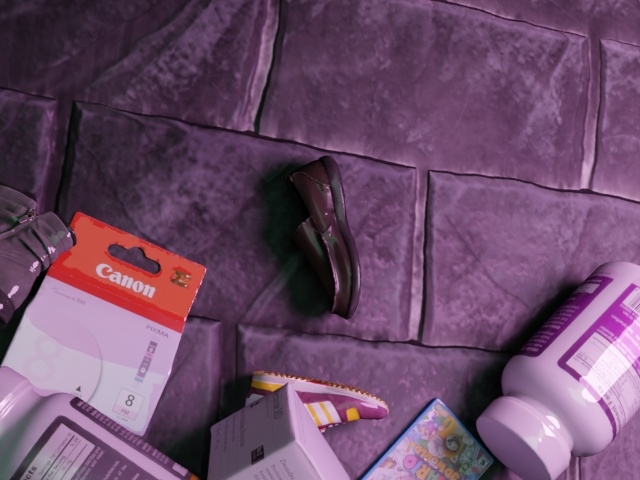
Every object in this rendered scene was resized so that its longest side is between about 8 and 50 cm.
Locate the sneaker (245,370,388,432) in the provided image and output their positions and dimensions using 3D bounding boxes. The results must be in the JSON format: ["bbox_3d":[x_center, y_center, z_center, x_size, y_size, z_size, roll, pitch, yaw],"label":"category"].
[{"bbox_3d":[-0.006,0.222,1.304,0.185,0.069,0.084,13,85,-9],"label":"sneaker"}]

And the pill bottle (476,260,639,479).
[{"bbox_3d":[0.352,0.181,1.368,0.301,0.169,0.169,-42,94,-20],"label":"pill bottle"}]

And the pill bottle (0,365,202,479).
[{"bbox_3d":[-0.271,0.268,1.118,0.278,0.162,0.162,34,72,0],"label":"pill bottle"}]

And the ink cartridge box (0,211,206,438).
[{"bbox_3d":[-0.262,0.100,1.245,0.189,0.066,0.232,25,78,-12],"label":"ink cartridge box"}]

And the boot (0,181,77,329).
[{"bbox_3d":[-0.429,-0.012,1.208,0.246,0.083,0.161,30,55,-1],"label":"boot"}]

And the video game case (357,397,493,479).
[{"bbox_3d":[0.140,0.310,1.357,0.166,0.015,0.119,-43,95,-19],"label":"video game case"}]

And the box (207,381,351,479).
[{"bbox_3d":[-0.038,0.293,1.184,0.119,0.181,0.182,-30,103,2],"label":"box"}]

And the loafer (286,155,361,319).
[{"bbox_3d":[0.000,0.000,1.342,0.078,0.080,0.220,-9,78,-9],"label":"loafer"}]
